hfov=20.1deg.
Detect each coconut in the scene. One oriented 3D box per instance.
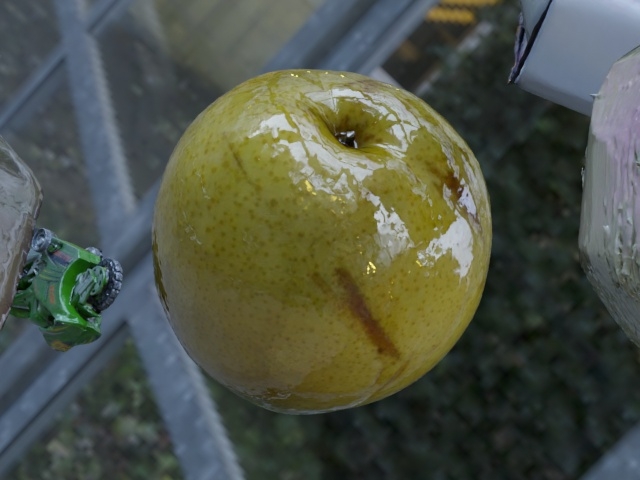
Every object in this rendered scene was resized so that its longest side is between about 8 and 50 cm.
[{"bbox_3d":[0.268,-0.041,1.102,0.227,0.230,0.227,4,2,0],"label":"coconut"}]

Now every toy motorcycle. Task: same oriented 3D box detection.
[{"bbox_3d":[-0.255,0.050,1.775,0.074,0.106,0.190,22,-2,-38],"label":"toy motorcycle"}]

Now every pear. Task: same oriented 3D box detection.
[{"bbox_3d":[0.000,0.000,1.564,0.314,0.314,0.314,42,11,-10],"label":"pear"}]

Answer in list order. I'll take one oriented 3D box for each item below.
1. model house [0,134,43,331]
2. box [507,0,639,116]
[{"bbox_3d":[-0.325,0.008,1.262,0.199,0.229,0.219,43,33,-15],"label":"model house"},{"bbox_3d":[0.324,-0.124,1.360,0.370,0.112,0.190,22,26,-2],"label":"box"}]
